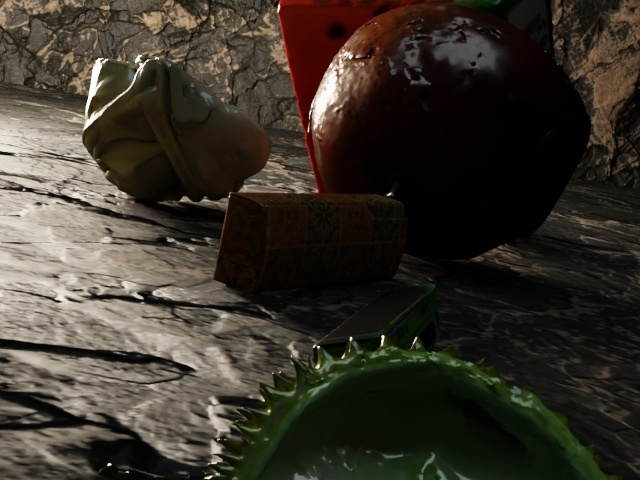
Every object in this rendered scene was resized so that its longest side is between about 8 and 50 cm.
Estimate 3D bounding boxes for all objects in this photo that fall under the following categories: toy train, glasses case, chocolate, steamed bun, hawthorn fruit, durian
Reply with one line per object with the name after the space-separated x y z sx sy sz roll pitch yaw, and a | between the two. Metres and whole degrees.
0.046 0.064 0.655 0.044 0.042 0.209 -9 3 16 | toy train
0.000 0.000 0.890 0.049 0.075 0.218 20 13 32 | glasses case
0.132 -0.204 1.360 0.341 0.360 0.161 5 38 26 | chocolate
-0.182 -0.111 1.167 0.218 0.144 0.211 35 -12 -19 | steamed bun
0.139 -0.116 1.116 0.315 0.316 0.316 10 9 -2 | hawthorn fruit
0.029 0.092 0.390 0.215 0.086 0.100 12 23 -3 | durian
